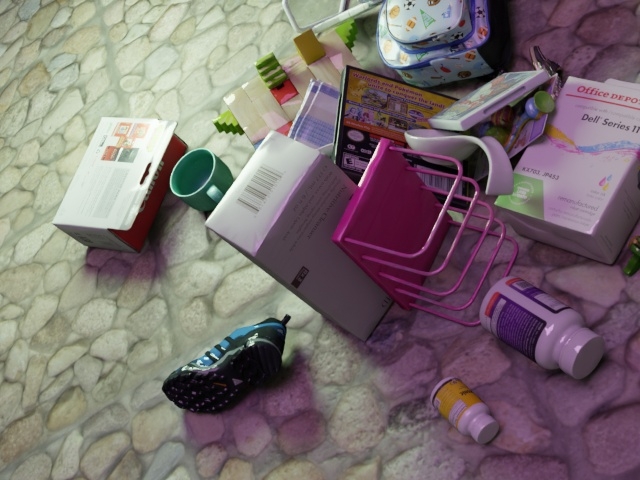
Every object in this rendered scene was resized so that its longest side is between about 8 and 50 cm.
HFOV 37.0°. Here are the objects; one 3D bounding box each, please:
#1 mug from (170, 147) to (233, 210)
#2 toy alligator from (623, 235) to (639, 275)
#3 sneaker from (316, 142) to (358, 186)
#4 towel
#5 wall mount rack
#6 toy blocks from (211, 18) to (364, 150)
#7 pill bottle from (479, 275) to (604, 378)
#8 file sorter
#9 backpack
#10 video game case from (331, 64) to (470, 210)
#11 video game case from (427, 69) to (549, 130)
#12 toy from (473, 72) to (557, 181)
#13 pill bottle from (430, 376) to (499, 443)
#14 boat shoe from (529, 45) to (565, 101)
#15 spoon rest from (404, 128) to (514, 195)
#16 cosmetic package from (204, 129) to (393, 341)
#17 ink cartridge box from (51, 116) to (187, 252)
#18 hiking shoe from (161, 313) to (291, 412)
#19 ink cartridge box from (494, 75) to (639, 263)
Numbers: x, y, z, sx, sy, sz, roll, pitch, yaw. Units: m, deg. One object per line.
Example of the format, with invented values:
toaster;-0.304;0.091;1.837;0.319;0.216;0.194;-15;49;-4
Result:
mug;-0.264;-0.122;2.193;0.129;0.097;0.158;-22;52;22
toy alligator;0.567;-0.017;1.571;0.189;0.051;0.056;-43;47;5
sneaker;-0.030;-0.078;1.850;0.102;0.161;0.282;36;79;32
towel;0.023;-0.167;1.962;0.209;0.034;0.285;24;87;0
wall mount rack;0.085;-0.590;2.204;0.350;0.130;0.304;-14;16;44
toy blocks;-0.019;-0.270;2.071;0.381;0.191;0.261;-32;65;-2
pill bottle;0.365;0.145;1.571;0.108;0.108;0.193;-52;46;-4
file sorter;0.197;-0.004;1.663;0.182;0.290;0.202;16;72;38
backpack;0.244;-0.445;1.978;0.263;0.213;0.276;-18;55;38
video game case;0.161;-0.198;1.852;0.035;0.275;0.248;127;154;-58
video game case;0.305;-0.260;1.771;0.183;0.023;0.201;-31;12;-5
toy;0.340;-0.213;1.767;0.237;0.056;0.137;-34;33;60
pill bottle;0.242;0.285;1.598;0.065;0.065;0.116;-47;47;0
boat shoe;0.447;-0.319;1.852;0.049;0.056;0.152;-23;61;15
spoon rest;0.256;-0.164;1.729;0.276;0.137;0.084;42;128;55
cosmetic package;0.000;0.000;1.733;0.156;0.385;0.217;29;84;44
ink cartridge box;-0.461;-0.136;2.319;0.272;0.130;0.309;7;67;36
hiking shoe;-0.183;0.252;1.915;0.304;0.113;0.132;-24;20;29
ink cartridge box;0.487;-0.157;1.670;0.207;0.119;0.353;22;76;43
